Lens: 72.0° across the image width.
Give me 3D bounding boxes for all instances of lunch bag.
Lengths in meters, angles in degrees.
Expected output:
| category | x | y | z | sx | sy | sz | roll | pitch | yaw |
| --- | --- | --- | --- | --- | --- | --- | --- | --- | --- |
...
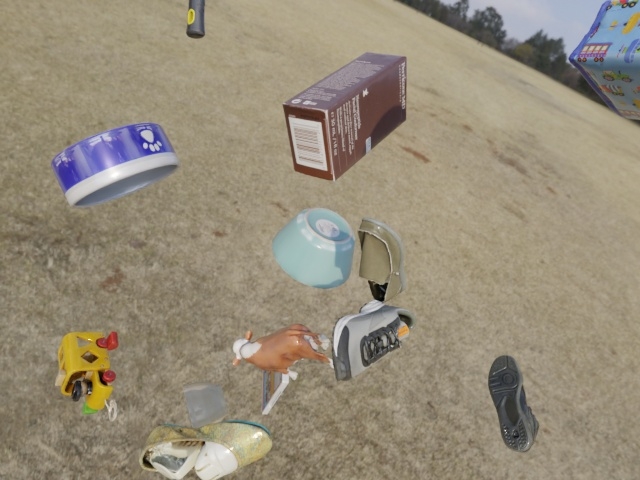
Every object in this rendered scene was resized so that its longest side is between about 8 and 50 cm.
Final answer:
| category | x | y | z | sx | sy | sz | roll | pitch | yaw |
| --- | --- | --- | --- | --- | --- | --- | --- | --- | --- |
| lunch bag | 0.636 | -0.287 | 0.802 | 0.293 | 0.138 | 0.221 | 34 | -1 | -36 |

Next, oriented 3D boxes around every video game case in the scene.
| category | x | y | z | sx | sy | sz | roll | pitch | yaw |
| --- | --- | --- | --- | --- | --- | --- | --- | --- | --- |
| video game case | -0.168 | 0.485 | 1.619 | 0.025 | 0.285 | 0.204 | 11 | 46 | -17 |

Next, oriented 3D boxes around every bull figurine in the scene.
| category | x | y | z | sx | sy | sz | roll | pitch | yaw |
| --- | --- | --- | --- | --- | --- | --- | --- | --- | --- |
| bull figurine | -0.101 | 0.297 | 1.175 | 0.188 | 0.310 | 0.101 | 27 | 56 | -28 |

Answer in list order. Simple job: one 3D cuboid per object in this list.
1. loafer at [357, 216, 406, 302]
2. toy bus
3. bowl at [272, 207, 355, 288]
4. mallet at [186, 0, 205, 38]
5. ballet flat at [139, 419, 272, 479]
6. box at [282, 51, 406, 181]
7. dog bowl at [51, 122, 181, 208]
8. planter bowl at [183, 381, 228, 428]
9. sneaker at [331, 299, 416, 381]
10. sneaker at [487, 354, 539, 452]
| category | x | y | z | sx | sy | sz | roll | pitch | yaw |
| --- | --- | --- | --- | --- | --- | --- | --- | --- | --- |
| loafer | 0.134 | 0.055 | 0.986 | 0.094 | 0.251 | 0.087 | 20 | 56 | 41 |
| toy bus | -0.539 | 0.304 | 1.000 | 0.104 | 0.202 | 0.191 | 11 | 73 | -41 |
| bowl | 0.000 | 0.000 | 1.562 | 0.311 | 0.163 | 0.312 | 17 | 38 | -14 |
| mallet | -0.113 | -0.278 | 0.392 | 0.062 | 0.190 | 0.039 | 13 | 6 | 30 |
| ballet flat | -0.267 | 0.476 | 0.982 | 0.348 | 0.123 | 0.123 | -11 | 14 | 27 |
| box | 0.081 | -0.334 | 1.156 | 0.143 | 0.191 | 0.381 | 19 | 47 | 30 |
| dog bowl | -0.475 | -0.175 | 1.039 | 0.265 | 0.264 | 0.104 | -37 | 105 | -59 |
| planter bowl | -0.342 | 0.500 | 1.336 | 0.109 | 0.162 | 0.162 | -15 | 42 | -18 |
| sneaker | 0.104 | 0.184 | 0.853 | 0.107 | 0.101 | 0.271 | -1 | 13 | 31 |
| sneaker | 0.491 | 0.415 | 1.121 | 0.130 | 0.087 | 0.228 | 39 | 40 | -49 |
